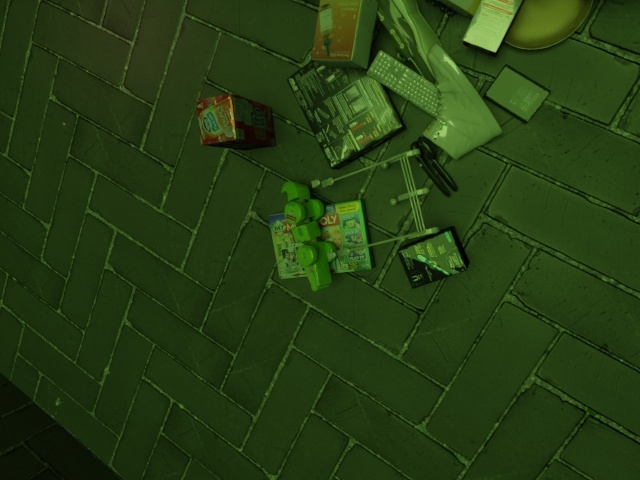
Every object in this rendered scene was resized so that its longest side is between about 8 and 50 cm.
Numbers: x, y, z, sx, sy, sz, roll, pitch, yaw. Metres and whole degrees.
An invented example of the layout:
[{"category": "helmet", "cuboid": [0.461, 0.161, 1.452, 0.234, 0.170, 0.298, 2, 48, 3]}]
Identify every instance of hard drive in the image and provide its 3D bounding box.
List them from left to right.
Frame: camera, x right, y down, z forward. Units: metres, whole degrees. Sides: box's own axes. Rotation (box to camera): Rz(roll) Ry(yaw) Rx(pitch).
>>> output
[{"category": "hard drive", "cuboid": [0.508, -0.381, 1.153, 0.135, 0.022, 0.094, 38, 110, 12]}]

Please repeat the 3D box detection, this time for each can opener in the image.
[{"category": "can opener", "cuboid": [0.315, -0.202, 1.239, 0.059, 0.073, 0.186, -31, 95, 15]}]

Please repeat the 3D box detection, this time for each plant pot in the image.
[{"category": "plant pot", "cuboid": [0.543, -0.596, 1.103, 0.236, 0.032, 0.237, 3, 99, 21]}]

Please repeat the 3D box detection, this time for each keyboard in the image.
[{"category": "keyboard", "cuboid": [0.251, -0.413, 1.198, 0.255, 0.014, 0.072, 30, 137, -6]}]

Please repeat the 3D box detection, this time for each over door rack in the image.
[{"category": "over door rack", "cuboid": [0.155, -0.100, 1.262, 0.323, 0.108, 0.240, -15, 87, 24]}]

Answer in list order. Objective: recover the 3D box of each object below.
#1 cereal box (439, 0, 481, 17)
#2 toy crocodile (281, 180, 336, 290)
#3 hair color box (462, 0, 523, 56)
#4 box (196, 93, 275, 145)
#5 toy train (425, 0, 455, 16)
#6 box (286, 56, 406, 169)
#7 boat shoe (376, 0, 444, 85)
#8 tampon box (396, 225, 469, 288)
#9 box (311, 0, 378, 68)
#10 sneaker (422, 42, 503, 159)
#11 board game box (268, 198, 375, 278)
[{"category": "cereal box", "cuboid": [0.328, -0.676, 1.080, 0.047, 0.239, 0.173, 43, 119, 54]}, {"category": "toy crocodile", "cuboid": [-0.041, -0.017, 1.329, 0.105, 0.115, 0.341, -16, 89, 42]}, {"category": "hair color box", "cuboid": [0.436, -0.560, 1.105, 0.093, 0.053, 0.167, 29, 109, 15]}, {"category": "box", "cuboid": [-0.246, -0.347, 1.332, 0.122, 0.257, 0.128, -3, 97, 20]}, {"category": "toy train", "cuboid": [0.299, -0.658, 1.193, 0.158, 0.027, 0.036, 40, 106, 12]}, {"category": "box", "cuboid": [0.072, -0.401, 1.295, 0.242, 0.076, 0.308, -28, 87, 23]}, {"category": "boat shoe", "cuboid": [0.243, -0.545, 1.194, 0.091, 0.109, 0.305, -25, 98, 47]}, {"category": "tampon box", "cuboid": [0.318, 0.047, 1.249, 0.160, 0.101, 0.121, -23, 88, 24]}, {"category": "box", "cuboid": [0.064, -0.553, 1.174, 0.129, 0.091, 0.171, 15, 101, 31]}, {"category": "sneaker", "cuboid": [0.323, -0.342, 1.149, 0.169, 0.108, 0.292, -34, 110, 25]}, {"category": "board game box", "cuboid": [0.000, 0.000, 1.400, 0.316, 0.046, 0.214, -8, 95, 23]}]
